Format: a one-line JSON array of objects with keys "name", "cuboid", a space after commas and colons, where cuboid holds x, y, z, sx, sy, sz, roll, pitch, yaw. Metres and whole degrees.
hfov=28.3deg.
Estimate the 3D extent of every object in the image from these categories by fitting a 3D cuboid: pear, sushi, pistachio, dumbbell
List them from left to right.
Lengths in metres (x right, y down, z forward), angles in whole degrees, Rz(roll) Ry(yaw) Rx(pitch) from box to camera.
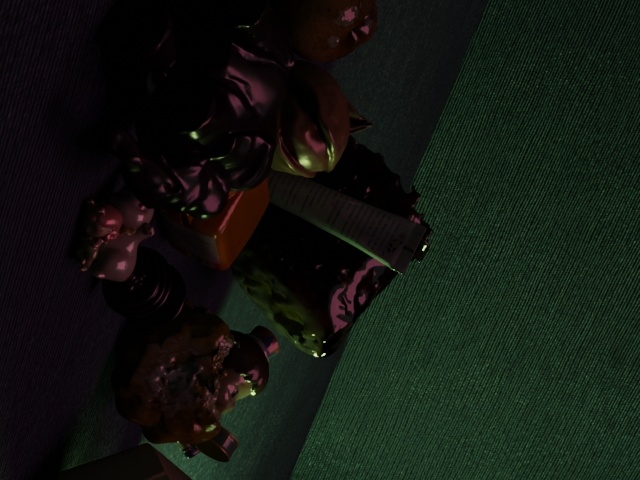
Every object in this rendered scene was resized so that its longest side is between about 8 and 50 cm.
[{"name": "dumbbell", "cuboid": [-0.240, 0.066, 1.736, 0.099, 0.099, 0.208, -62, 168, -9]}, {"name": "pistachio", "cuboid": [-0.039, -0.176, 1.875, 0.162, 0.182, 0.293, -26, -169, -7]}, {"name": "sushi", "cuboid": [0.001, -0.001, 2.118, 0.294, 0.299, 0.281, -43, -173, -16]}, {"name": "pear", "cuboid": [0.006, -0.341, 1.857, 0.167, 0.136, 0.167, -43, 164, -15]}]

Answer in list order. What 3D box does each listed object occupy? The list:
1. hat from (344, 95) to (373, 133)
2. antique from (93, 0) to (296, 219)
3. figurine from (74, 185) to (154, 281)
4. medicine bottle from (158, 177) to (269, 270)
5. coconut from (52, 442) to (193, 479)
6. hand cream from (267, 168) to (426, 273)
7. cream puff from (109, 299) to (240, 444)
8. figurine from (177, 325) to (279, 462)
[{"name": "hat", "cuboid": [-0.018, -0.215, 2.244, 0.166, 0.144, 0.173, -39, 122, -6]}, {"name": "antique", "cuboid": [-0.134, -0.182, 1.464, 0.255, 0.185, 0.322, 85, 29, -66]}, {"name": "figurine", "cuboid": [-0.244, -0.023, 1.567, 0.146, 0.081, 0.098, -66, 168, 12]}, {"name": "medicine bottle", "cuboid": [-0.152, -0.070, 1.800, 0.149, 0.112, 0.222, -60, 168, -21]}, {"name": "coconut", "cuboid": [-0.277, 0.458, 1.884, 0.323, 0.323, 0.323, -59, 168, -22]}, {"name": "hand cream", "cuboid": [-0.003, -0.056, 1.941, 0.085, 0.331, 0.058, -60, 165, -21]}, {"name": "cream puff", "cuboid": [-0.227, 0.199, 1.955, 0.194, 0.194, 0.221, -10, 113, -76]}, {"name": "figurine", "cuboid": [-0.175, 0.263, 2.303, 0.275, 0.158, 0.161, -59, 177, -22]}]
